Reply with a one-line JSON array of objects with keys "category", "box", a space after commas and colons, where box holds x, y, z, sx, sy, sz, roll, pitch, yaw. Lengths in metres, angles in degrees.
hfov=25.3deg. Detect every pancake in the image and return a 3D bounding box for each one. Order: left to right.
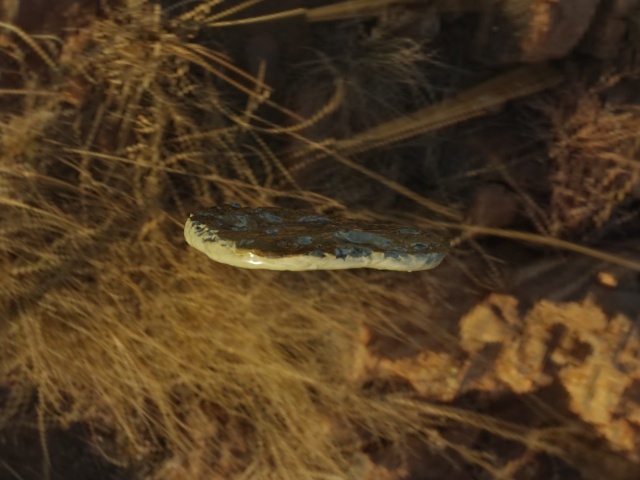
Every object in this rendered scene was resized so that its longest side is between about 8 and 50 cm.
[{"category": "pancake", "box": [0.000, 0.000, 0.709, 0.139, 0.139, 0.022, 3, 96, -25]}]
